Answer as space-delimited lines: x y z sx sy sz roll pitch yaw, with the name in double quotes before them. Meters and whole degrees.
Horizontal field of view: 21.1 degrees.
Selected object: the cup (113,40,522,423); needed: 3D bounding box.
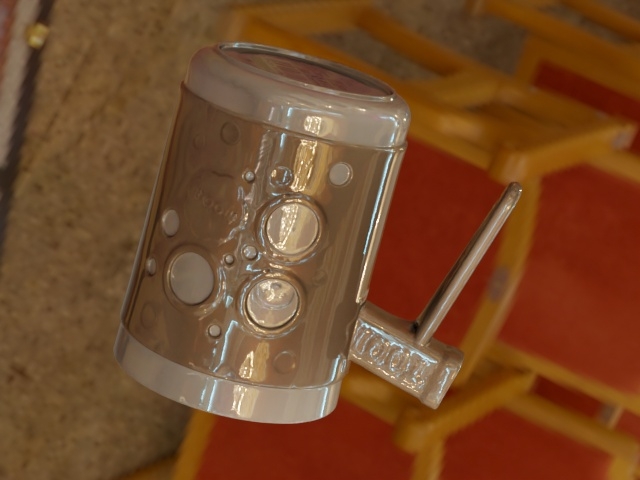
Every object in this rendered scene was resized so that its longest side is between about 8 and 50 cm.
"cup" -0.005 0.000 0.510 0.074 0.102 0.099 -8 117 -56
